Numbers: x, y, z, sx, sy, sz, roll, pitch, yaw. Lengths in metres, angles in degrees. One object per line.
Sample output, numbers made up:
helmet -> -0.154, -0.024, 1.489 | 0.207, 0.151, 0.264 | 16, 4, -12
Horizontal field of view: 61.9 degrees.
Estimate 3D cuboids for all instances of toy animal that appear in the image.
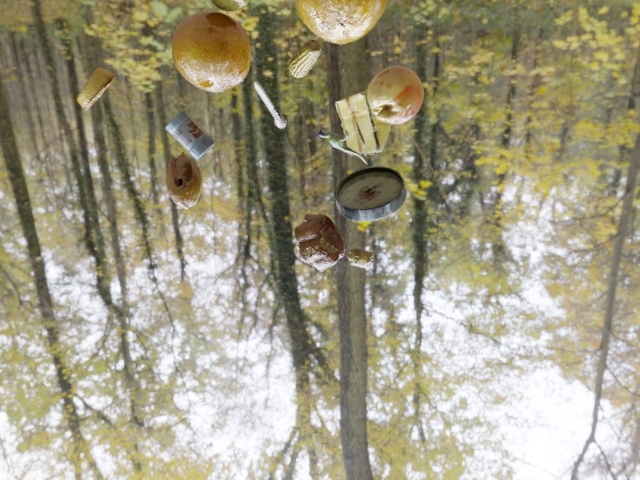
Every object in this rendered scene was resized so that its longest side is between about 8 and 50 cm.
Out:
toy animal -> 0.096, -0.350, 1.918 | 0.216, 0.075, 0.041 | 25, -142, -18

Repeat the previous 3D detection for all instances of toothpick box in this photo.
toothpick box -> -0.461, -0.373, 1.900 | 0.101, 0.153, 0.101 | -41, -167, 12

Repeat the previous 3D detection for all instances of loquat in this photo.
loquat -> 0.052, -0.600, 1.297 | 0.235, 0.235, 0.235 | -1, -160, 0

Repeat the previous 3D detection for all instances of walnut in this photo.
walnut -> -0.527, -0.233, 2.066 | 0.137, 0.137, 0.245 | -6, -115, -3

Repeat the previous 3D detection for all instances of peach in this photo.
peach -> 0.240, -0.462, 1.689 | 0.184, 0.184, 0.184 | -1, -160, 0

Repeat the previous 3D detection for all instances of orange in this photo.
orange -> -0.375, -0.651, 1.844 | 0.274, 0.274, 0.274 | -1, -160, 0

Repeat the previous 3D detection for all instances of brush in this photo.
brush -> -0.159, -0.433, 1.711 | 0.042, 0.039, 0.299 | 49, 179, 17

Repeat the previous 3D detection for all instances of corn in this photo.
corn -> -0.055, -0.641, 1.877 | 0.080, 0.080, 0.231 | -8, 178, -17

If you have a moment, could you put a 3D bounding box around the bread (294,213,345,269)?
bread -> -0.002, 0.012, 2.315 | 0.135, 0.247, 0.232 | -17, -154, 41

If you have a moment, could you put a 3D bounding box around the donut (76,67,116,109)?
donut -> -0.801, -0.540, 1.887 | 0.178, 0.065, 0.162 | -21, -143, 45

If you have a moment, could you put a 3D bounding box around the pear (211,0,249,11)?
pear -> -0.298, -0.881, 1.734 | 0.188, 0.228, 0.211 | -33, 173, -30

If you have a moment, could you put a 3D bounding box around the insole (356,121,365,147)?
insole -> 0.115, -0.301, 1.519 | 0.006, 0.065, 0.193 | -20, -163, 9

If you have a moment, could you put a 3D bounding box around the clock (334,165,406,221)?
clock -> 0.221, -0.213, 2.387 | 0.325, 0.067, 0.325 | -10, -138, 9

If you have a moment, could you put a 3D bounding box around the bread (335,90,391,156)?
bread -> 0.166, -0.476, 2.217 | 0.198, 0.236, 0.263 | 12, 180, -24

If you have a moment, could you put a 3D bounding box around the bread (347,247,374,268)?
bread -> 0.129, 0.056, 1.682 | 0.110, 0.060, 0.066 | 15, -152, -53
